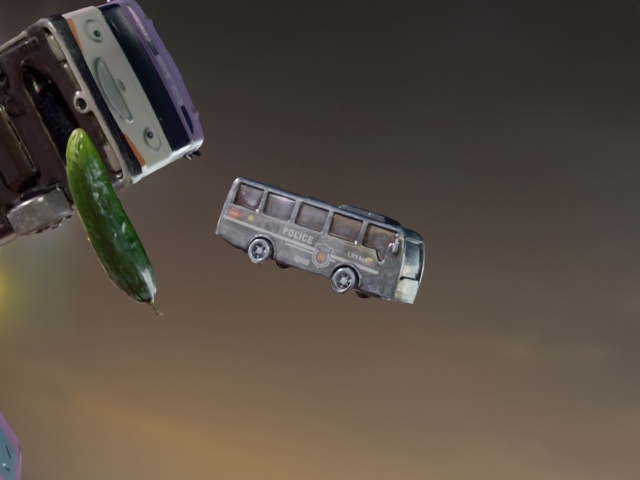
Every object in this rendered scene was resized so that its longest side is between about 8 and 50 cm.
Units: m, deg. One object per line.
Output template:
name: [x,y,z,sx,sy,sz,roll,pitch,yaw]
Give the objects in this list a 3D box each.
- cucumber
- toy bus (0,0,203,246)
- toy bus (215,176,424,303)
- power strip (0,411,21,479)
cucumber: [-0.171,-0.010,1.155,0.039,0.039,0.168,0,-62,48]
toy bus: [-0.356,-0.107,1.673,0.440,0.209,0.249,-23,6,34]
toy bus: [0.000,0.000,1.088,0.166,0.065,0.047,18,1,29]
power strip: [-0.208,0.164,0.784,0.037,0.279,0.109,-20,-58,4]
